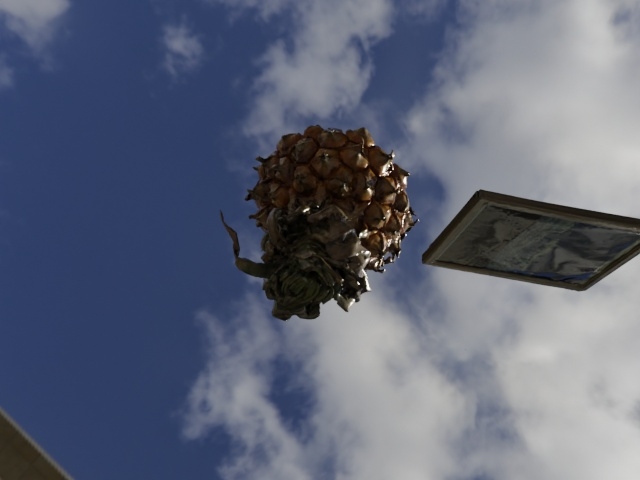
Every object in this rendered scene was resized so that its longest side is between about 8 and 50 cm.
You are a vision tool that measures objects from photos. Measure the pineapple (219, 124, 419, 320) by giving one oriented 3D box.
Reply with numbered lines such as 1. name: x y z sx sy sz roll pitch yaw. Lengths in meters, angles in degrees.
1. pineapple: 0.000 0.000 0.965 0.263 0.271 0.262 4 -64 8

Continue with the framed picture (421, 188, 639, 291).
1. framed picture: 0.283 0.003 0.952 0.260 0.189 0.023 10 -119 -12
